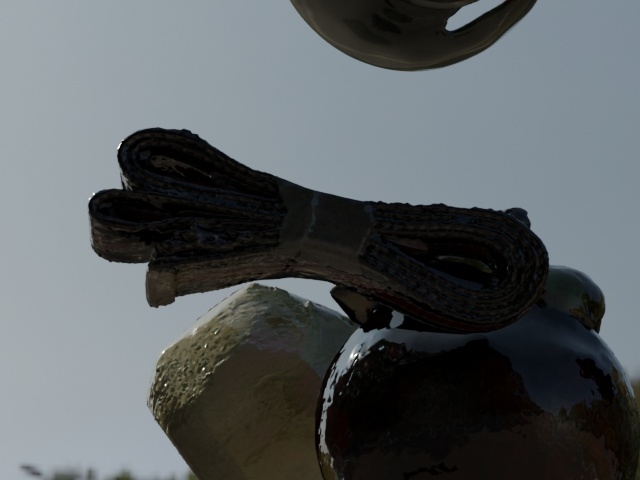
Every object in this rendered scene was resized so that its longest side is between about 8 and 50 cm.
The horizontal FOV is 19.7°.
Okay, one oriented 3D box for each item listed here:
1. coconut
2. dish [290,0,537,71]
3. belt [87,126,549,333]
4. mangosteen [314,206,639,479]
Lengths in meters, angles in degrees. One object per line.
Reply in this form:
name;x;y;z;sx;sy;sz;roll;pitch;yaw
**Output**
coconut;-0.050;0.154;1.893;0.230;0.227;0.227;-39;-25;-3
dish;0.114;-0.330;1.876;0.324;0.324;0.124;8;6;-17
belt;0.000;0.000;1.434;0.359;0.126;0.094;9;-22;-2
mangosteen;0.140;0.153;1.620;0.311;0.311;0.311;1;-22;0
